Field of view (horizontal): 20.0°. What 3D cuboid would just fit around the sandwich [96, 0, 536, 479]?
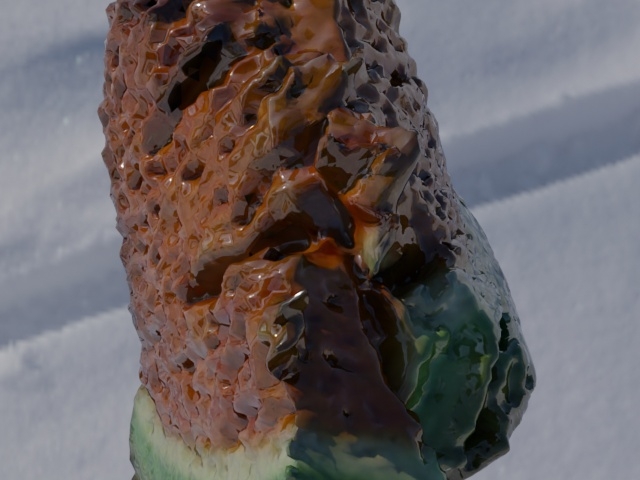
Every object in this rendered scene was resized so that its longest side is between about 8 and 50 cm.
[{"bbox_3d":[0.000,0.000,0.787,0.162,0.250,0.301,-2,83,-22],"label":"sandwich"}]
